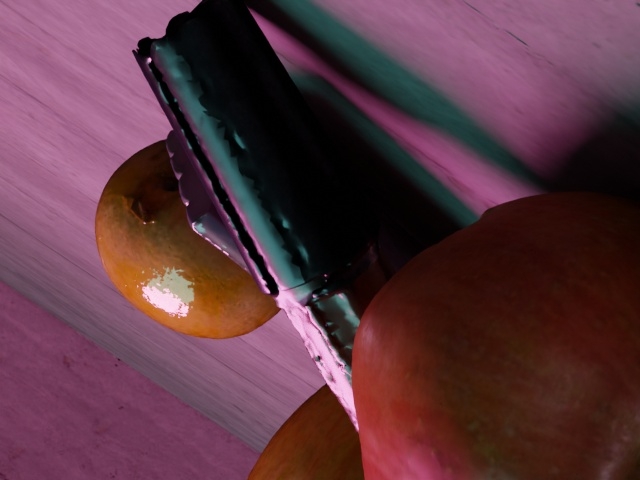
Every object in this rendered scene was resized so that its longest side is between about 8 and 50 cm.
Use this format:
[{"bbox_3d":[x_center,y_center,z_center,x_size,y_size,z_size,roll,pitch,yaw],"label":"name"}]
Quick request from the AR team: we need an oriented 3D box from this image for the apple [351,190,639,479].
[{"bbox_3d":[0.121,0.093,0.831,0.242,0.242,0.241,38,169,-21],"label":"apple"}]

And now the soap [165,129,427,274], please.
[{"bbox_3d":[0.000,0.000,1.067,0.203,0.065,0.122,39,-165,-30],"label":"soap"}]

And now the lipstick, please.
[{"bbox_3d":[0.026,0.054,0.956,0.418,0.077,0.077,60,160,-15],"label":"lipstick"}]

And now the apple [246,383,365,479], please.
[{"bbox_3d":[0.106,0.223,1.197,0.339,0.339,0.339,31,167,8],"label":"apple"}]

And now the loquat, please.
[{"bbox_3d":[-0.082,-0.002,1.186,0.163,0.137,0.163,16,162,5],"label":"loquat"}]
